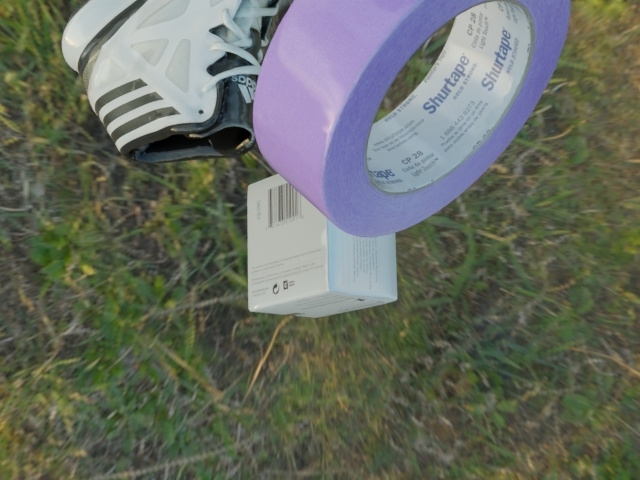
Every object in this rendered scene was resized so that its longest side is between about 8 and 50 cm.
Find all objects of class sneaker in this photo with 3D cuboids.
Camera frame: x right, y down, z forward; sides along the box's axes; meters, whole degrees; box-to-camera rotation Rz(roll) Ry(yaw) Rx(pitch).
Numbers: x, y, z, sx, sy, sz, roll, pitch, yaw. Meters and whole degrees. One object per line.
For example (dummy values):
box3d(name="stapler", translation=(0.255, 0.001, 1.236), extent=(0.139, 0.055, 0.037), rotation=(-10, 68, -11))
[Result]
box3d(name="sneaker", translation=(-0.070, -0.244, 1.382), extent=(0.447, 0.169, 0.257), rotation=(-38, 63, 19))

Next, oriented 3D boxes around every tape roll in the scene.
box3d(name="tape roll", translation=(0.078, -0.137, 1.026), extent=(0.275, 0.275, 0.090), rotation=(-48, 62, 1))

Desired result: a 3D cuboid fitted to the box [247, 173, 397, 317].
box3d(name="box", translation=(0.000, 0.000, 1.662), extent=(0.119, 0.181, 0.182), rotation=(8, 74, -37))
